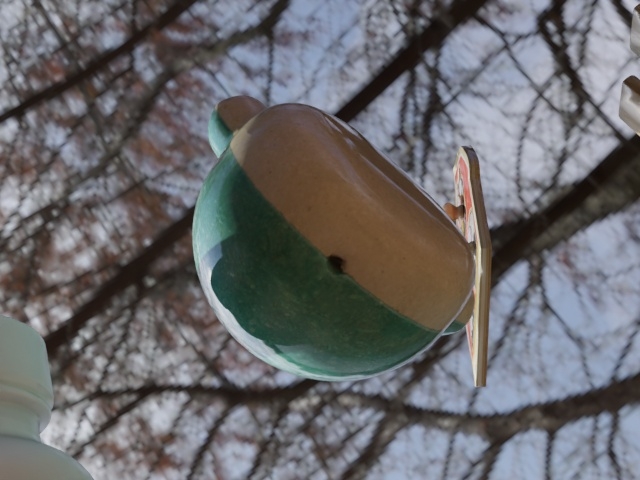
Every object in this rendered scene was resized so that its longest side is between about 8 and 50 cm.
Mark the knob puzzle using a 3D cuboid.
[{"bbox_3d":[0.124,0.002,1.287,0.030,0.213,0.213,-4,-45,1],"label":"knob puzzle"}]

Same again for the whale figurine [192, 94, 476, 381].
[{"bbox_3d":[0.000,0.000,0.947,0.216,0.272,0.141,40,-81,-8],"label":"whale figurine"}]

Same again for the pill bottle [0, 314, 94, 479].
[{"bbox_3d":[-0.233,0.261,0.877,0.229,0.407,0.229,-9,-23,-4],"label":"pill bottle"}]

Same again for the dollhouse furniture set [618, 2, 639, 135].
[{"bbox_3d":[0.318,-0.144,0.860,0.212,0.161,0.242,-37,-27,-14],"label":"dollhouse furniture set"}]
